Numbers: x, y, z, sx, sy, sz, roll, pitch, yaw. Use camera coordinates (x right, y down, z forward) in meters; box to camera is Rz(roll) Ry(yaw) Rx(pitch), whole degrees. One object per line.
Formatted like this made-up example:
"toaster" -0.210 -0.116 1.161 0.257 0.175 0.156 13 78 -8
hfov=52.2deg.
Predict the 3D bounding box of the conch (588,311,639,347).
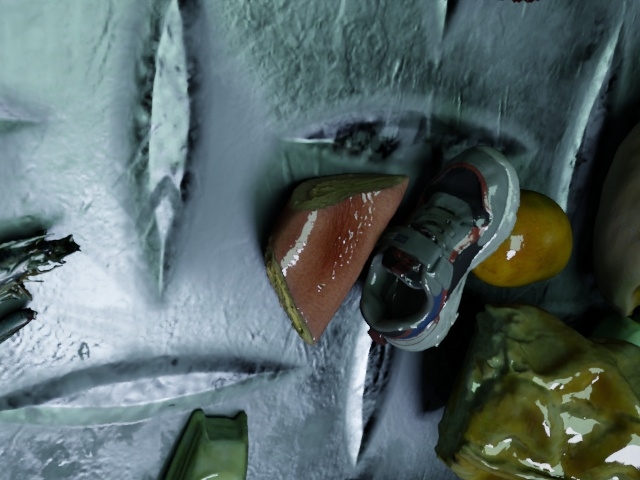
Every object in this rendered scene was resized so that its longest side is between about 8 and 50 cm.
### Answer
"conch" 0.389 0.195 0.873 0.137 0.143 0.251 28 112 -19

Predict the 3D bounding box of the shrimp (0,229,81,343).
"shrimp" -0.260 0.044 0.513 0.161 0.034 0.091 -25 132 -10

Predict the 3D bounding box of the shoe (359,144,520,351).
"shoe" 0.096 0.008 0.633 0.125 0.099 0.228 6 113 -47

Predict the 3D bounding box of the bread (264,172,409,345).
"bread" 0.000 0.000 0.608 0.119 0.067 0.192 28 96 -44

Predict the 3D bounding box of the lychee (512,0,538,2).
"lychee" 0.181 -0.268 0.563 0.123 0.129 0.123 -51 152 -41

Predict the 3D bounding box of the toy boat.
"toy boat" -0.135 0.317 0.678 0.093 0.055 0.293 12 104 -29

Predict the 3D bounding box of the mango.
"mango" 0.222 -0.003 0.719 0.163 0.089 0.111 -6 125 -37

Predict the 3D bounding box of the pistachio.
"pistachio" 0.417 -0.037 0.776 0.166 0.197 0.288 12 124 12

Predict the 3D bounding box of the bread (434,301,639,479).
"bread" 0.268 0.196 0.715 0.252 0.196 0.239 12 103 7
